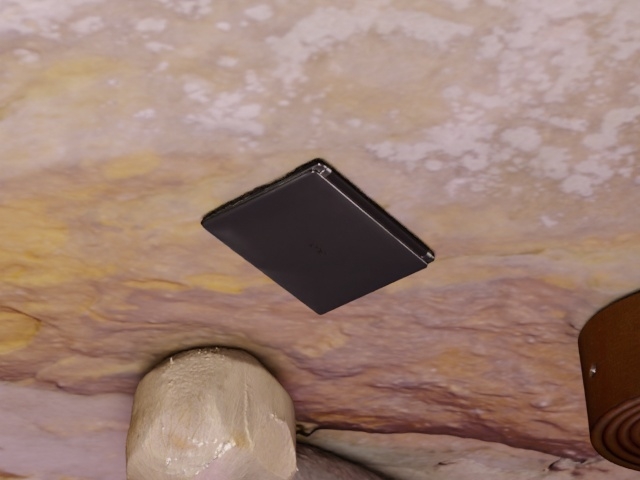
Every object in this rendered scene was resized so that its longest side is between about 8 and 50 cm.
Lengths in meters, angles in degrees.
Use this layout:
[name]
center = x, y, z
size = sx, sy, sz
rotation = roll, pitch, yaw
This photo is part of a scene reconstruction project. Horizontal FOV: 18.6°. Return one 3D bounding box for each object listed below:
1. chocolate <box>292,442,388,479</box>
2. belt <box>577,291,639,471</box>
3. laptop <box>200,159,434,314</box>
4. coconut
[chocolate]
center = 0.008, 0.280, 1.986
size = 0.303, 0.100, 0.185
rotation = 27, 144, -31
[belt]
center = 0.410, 0.116, 1.789
size = 0.338, 0.122, 0.217
rotation = -7, 146, 7
[laptop]
center = 0.000, 0.000, 1.673
size = 0.129, 0.016, 0.180
rotation = -25, 138, 26
[coconut]
center = -0.100, 0.189, 1.795
size = 0.161, 0.162, 0.161
rotation = -3, 145, -2
